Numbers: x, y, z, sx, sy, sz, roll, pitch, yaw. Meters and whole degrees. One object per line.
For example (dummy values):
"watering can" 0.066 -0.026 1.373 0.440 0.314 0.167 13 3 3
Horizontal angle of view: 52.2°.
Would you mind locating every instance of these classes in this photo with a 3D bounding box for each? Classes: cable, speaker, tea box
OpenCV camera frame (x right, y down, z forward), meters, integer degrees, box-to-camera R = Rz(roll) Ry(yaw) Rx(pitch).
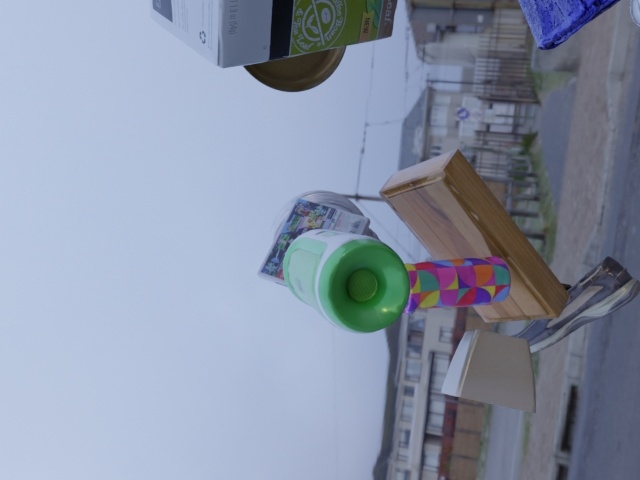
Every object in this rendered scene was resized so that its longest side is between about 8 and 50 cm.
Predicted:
"cable" 0.000 0.000 1.671 0.257 0.257 0.089 54 -166 -25
"speaker" 0.026 0.050 0.937 0.296 0.131 0.131 -166 83 -76
"tea box" -0.057 -0.455 0.913 0.323 0.220 0.329 -22 -44 -32

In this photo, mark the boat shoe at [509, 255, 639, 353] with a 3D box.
"boat shoe" 0.586 0.158 1.578 0.132 0.355 0.130 -7 -117 -59

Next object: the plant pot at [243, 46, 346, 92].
"plant pot" -0.060 -0.384 1.162 0.032 0.236 0.237 18 105 62

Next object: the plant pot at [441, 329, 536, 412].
"plant pot" 0.240 0.180 0.918 0.109 0.109 0.096 93 -170 -80

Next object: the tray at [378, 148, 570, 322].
"tray" 0.323 0.008 1.385 0.411 0.202 0.076 49 -121 -16

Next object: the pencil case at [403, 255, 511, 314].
"pencil case" 0.245 0.086 1.254 0.104 0.236 0.105 175 90 -71

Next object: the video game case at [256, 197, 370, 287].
"video game case" -0.014 0.016 1.392 0.201 0.183 0.023 -64 -25 -20

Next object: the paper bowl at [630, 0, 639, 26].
"paper bowl" 0.802 -0.578 1.412 0.284 0.148 0.284 -49 26 34

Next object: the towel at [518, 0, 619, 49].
"towel" 0.340 -0.468 1.026 0.227 0.076 0.308 148 100 -81
